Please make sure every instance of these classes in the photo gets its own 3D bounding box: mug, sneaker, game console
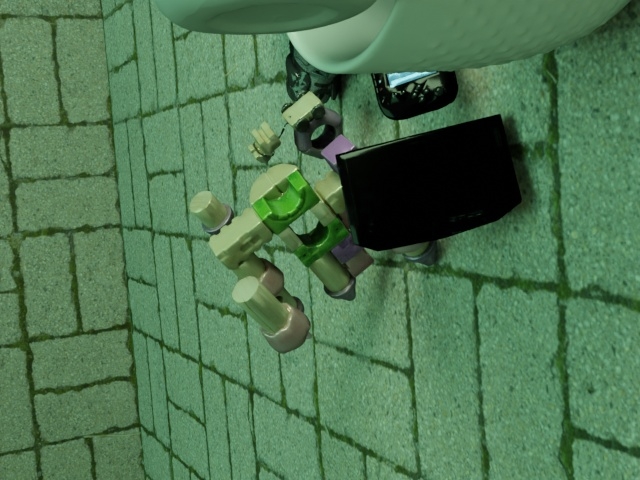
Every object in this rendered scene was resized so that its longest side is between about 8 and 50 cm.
[{"bbox_3d":[0.175,-0.298,0.782,0.374,0.328,0.276,12,107,61],"label":"mug"},{"bbox_3d":[0.018,-0.277,1.345,0.268,0.101,0.153,-127,39,-53],"label":"sneaker"},{"bbox_3d":[0.111,-0.174,1.084,0.044,0.213,0.361,45,-148,-73],"label":"game console"}]

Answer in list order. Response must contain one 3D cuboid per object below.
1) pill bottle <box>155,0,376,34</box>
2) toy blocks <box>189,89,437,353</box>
[{"bbox_3d":[-0.051,-0.332,0.653,0.181,0.181,0.323,2,97,62],"label":"pill bottle"},{"bbox_3d":[0.000,0.000,1.285,0.260,0.288,0.309,49,-178,-43],"label":"toy blocks"}]
